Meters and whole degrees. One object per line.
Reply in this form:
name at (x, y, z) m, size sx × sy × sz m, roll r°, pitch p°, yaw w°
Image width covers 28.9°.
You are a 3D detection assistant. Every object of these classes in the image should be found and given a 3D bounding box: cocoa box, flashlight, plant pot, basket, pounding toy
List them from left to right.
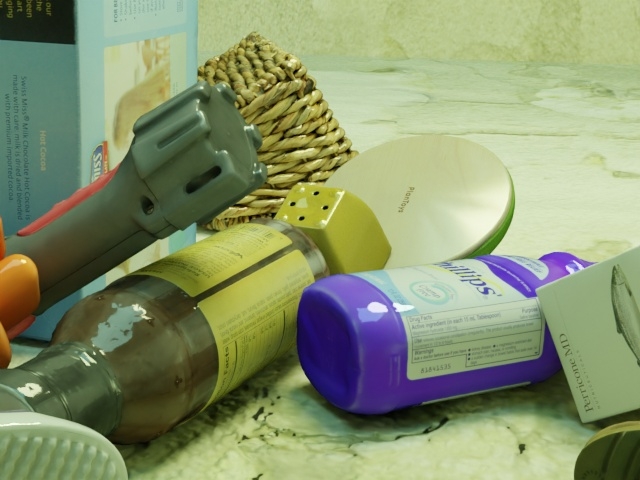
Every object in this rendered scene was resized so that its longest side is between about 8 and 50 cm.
cocoa box at (-0.248, -0.116, 1.065) m, size 0.228 × 0.347 × 0.231 m, roll 7°, pitch 16°, yaw 17°
flashlight at (-0.178, -0.010, 0.882) m, size 0.304 × 0.103 × 0.103 m, roll -32°, pitch 0°, yaw 21°
basket at (-0.082, -0.088, 1.455) m, size 0.213 × 0.223 × 0.299 m, roll -34°, pitch 20°, yaw -2°
plant pot at (0.000, 0.000, 1.022) m, size 0.081 × 0.083 × 0.081 m, roll 7°, pitch 47°, yaw 27°
pounding toy at (0.073, 0.018, 1.123) m, size 0.237 × 0.110 × 0.183 m, roll -38°, pitch 45°, yaw -21°

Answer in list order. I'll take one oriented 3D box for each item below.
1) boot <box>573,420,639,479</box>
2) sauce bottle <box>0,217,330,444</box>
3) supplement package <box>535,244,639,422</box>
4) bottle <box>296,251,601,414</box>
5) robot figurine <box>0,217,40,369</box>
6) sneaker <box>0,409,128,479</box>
boot at (0.294, 0.126, 0.750) m, size 0.236 × 0.089 × 0.269 m, roll 11°, pitch 15°, yaw 21°
sauce bottle at (-0.110, 0.070, 0.850) m, size 0.111 × 0.111 × 0.344 m, roll 9°, pitch 16°, yaw 25°
supplement package at (0.255, 0.046, 0.835) m, size 0.105 × 0.105 × 0.179 m, roll -11°, pitch -13°, yaw -38°
bottle at (0.127, 0.061, 0.933) m, size 0.282 × 0.092 × 0.118 m, roll -6°, pitch 18°, yaw -26°
robot figurine at (-0.282, 0.064, 0.770) m, size 0.219 × 0.158 × 0.128 m, roll -32°, pitch 27°, yaw -20°
sneaker at (-0.254, 0.130, 0.651) m, size 0.282 × 0.102 × 0.161 m, roll -7°, pitch 14°, yaw -26°
